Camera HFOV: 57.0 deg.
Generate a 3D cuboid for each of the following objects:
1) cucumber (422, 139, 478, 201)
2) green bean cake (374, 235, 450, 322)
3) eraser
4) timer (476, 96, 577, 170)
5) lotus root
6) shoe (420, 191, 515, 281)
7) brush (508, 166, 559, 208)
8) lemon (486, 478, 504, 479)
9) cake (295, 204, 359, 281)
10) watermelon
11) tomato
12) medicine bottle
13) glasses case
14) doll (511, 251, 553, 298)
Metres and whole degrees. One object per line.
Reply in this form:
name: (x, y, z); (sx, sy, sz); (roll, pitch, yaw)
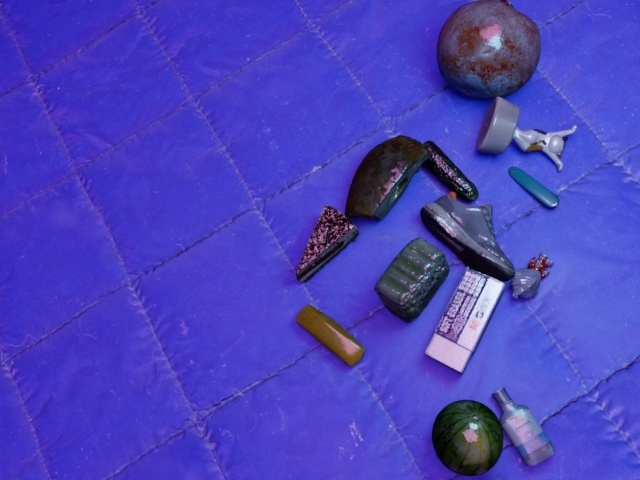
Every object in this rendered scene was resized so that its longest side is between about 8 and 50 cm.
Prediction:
cucumber: (0.400, -0.209, 1.846); (0.074, 0.074, 0.241); (-38, 70, -3)
green bean cake: (0.271, 0.114, 1.689); (0.125, 0.227, 0.222); (33, 82, 23)
eraser: (0.416, 0.230, 1.697); (0.130, 0.086, 0.287); (27, 79, 19)
timer: (0.636, -0.319, 1.810); (0.266, 0.175, 0.175); (18, 76, 2)
lotus root: (0.186, -0.199, 1.819); (0.210, 0.142, 0.314); (24, 85, 29)
shoe: (0.469, -0.027, 1.759); (0.171, 0.132, 0.336); (-41, 67, -14)
brush: (0.654, -0.162, 1.812); (0.043, 0.032, 0.193); (-42, 58, 0)
lemon: (0.443, 0.697, 1.514); (0.187, 0.142, 0.142); (-26, 70, -2)
cake: (-0.011, 0.004, 1.836); (0.246, 0.112, 0.135); (-40, 67, 0)
watermelon: (0.387, 0.529, 1.564); (0.188, 0.214, 0.188); (4, 39, -3)
tomato: (0.515, -0.592, 1.825); (0.317, 0.317, 0.282); (26, 88, 17)
medicine bottle: (0.543, 0.501, 1.604); (0.090, 0.053, 0.208); (-31, 69, 0)
glasses case: (0.030, 0.280, 1.762); (0.234, 0.064, 0.079); (37, 86, 19)
doll: (0.612, 0.108, 1.711); (0.180, 0.079, 0.094); (-44, 94, -19)
